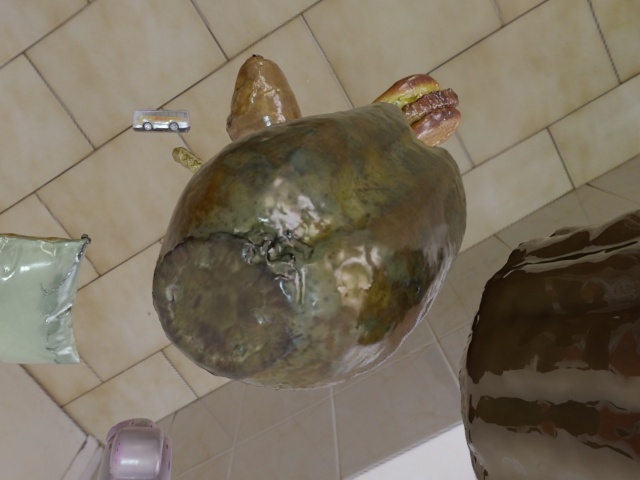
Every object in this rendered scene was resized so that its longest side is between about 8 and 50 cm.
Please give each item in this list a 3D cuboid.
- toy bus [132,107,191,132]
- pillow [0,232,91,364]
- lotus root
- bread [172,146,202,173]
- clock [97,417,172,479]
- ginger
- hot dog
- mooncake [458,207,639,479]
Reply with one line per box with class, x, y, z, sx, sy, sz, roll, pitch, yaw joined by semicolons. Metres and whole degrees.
toy bus;-0.488;-0.369;1.519;0.171;0.057;0.072;-2;100;-10
pillow;-0.588;0.107;0.879;0.309;0.119;0.313;5;118;-24
lotus root;0.000;0.000;0.479;0.250;0.346;0.251;10;113;23
bread;-0.465;-0.283;1.718;0.110;0.066;0.060;34;131;-10
clock;-0.309;0.442;0.791;0.113;0.296;0.322;8;152;-17
ginger;-0.149;-0.351;1.383;0.223;0.200;0.269;35;118;12
hot dog;0.305;-0.399;1.577;0.185;0.405;0.223;52;141;14
mooncake;0.266;0.129;0.388;0.323;0.187;0.324;6;77;-28
